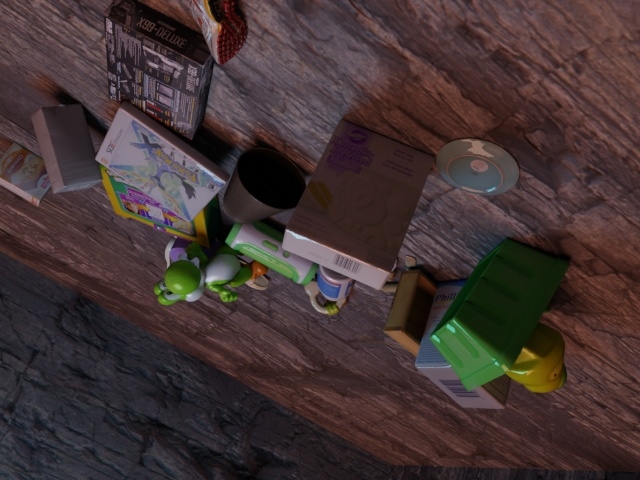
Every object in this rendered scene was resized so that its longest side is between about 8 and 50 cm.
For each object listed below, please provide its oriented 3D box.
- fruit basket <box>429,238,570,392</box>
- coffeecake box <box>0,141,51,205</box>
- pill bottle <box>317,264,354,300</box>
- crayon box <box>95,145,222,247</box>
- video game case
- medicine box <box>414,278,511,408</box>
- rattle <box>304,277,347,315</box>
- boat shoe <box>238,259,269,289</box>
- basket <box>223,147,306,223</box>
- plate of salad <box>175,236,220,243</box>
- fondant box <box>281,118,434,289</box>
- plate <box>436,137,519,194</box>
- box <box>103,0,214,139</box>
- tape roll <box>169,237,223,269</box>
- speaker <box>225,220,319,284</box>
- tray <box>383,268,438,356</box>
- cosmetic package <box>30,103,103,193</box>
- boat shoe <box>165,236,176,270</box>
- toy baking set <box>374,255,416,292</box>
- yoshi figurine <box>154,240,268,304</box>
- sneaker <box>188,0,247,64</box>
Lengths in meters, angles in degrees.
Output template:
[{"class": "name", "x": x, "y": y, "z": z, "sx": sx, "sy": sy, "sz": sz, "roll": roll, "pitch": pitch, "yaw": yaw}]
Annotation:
[{"class": "fruit basket", "x": 0.508, "y": 0.237, "z": 1.549, "sx": 0.392, "sy": 0.392, "sz": 0.283, "roll": 25, "pitch": 151, "yaw": -1}, {"class": "coffeecake box", "x": -1.050, "y": -0.235, "z": 2.183, "sx": 0.185, "sy": 0.142, "sz": 0.068, "roll": 33, "pitch": 151, "yaw": -17}, {"class": "pill bottle", "x": 0.051, "y": 0.114, "z": 1.943, "sx": 0.124, "sy": 0.124, "sz": 0.221, "roll": 21, "pitch": 155, "yaw": 5}, {"class": "crayon box", "x": -0.509, "y": -0.148, "z": 1.956, "sx": 0.362, "sy": 0.106, "sz": 0.313, "roll": 20, "pitch": 150, "yaw": 7}, {"class": "video game case", "x": -0.444, "y": -0.203, "z": 1.694, "sx": 0.329, "sy": 0.036, "sz": 0.300, "roll": 35, "pitch": 146, "yaw": -15}, {"class": "medicine box", "x": 0.441, "y": 0.303, "z": 1.793, "sx": 0.149, "sy": 0.289, "sz": 0.263, "roll": -14, "pitch": 134, "yaw": 46}, {"class": "rattle", "x": 0.008, "y": 0.162, "z": 2.163, "sx": 0.199, "sy": 0.143, "sz": 0.130, "roll": 37, "pitch": 120, "yaw": 9}, {"class": "boat shoe", "x": -0.262, "y": 0.127, "z": 2.274, "sx": 0.170, "sy": 0.063, "sz": 0.059, "roll": 32, "pitch": 157, "yaw": -12}, {"class": "basket", "x": -0.175, "y": -0.135, "z": 1.681, "sx": 0.204, "sy": 0.154, "sz": 0.227, "roll": 30, "pitch": 155, "yaw": -18}, {"class": "plate of salad", "x": -0.443, "y": -0.017, "z": 2.184, "sx": 0.199, "sy": 0.048, "sz": 0.200, "roll": 17, "pitch": 150, "yaw": 10}, {"class": "fondant box", "x": 0.087, "y": -0.087, "z": 1.363, "sx": 0.238, "sy": 0.330, "sz": 0.096, "roll": 23, "pitch": 150, "yaw": 3}, {"class": "plate", "x": 0.348, "y": -0.156, "z": 1.371, "sx": 0.188, "sy": 0.024, "sz": 0.188, "roll": 20, "pitch": 152, "yaw": 11}, {"class": "box", "x": -0.387, "y": -0.401, "z": 1.464, "sx": 0.242, "sy": 0.077, "sz": 0.307, "roll": 26, "pitch": 152, "yaw": -3}, {"class": "tape roll", "x": -0.430, "y": 0.050, "z": 2.155, "sx": 0.188, "sy": 0.080, "sz": 0.189, "roll": 17, "pitch": 151, "yaw": 10}, {"class": "speaker", "x": -0.149, "y": 0.027, "z": 1.955, "sx": 0.296, "sy": 0.131, "sz": 0.131, "roll": 29, "pitch": 151, "yaw": -9}, {"class": "tray", "x": 0.365, "y": 0.284, "z": 1.886, "sx": 0.076, "sy": 0.203, "sz": 0.411, "roll": -9, "pitch": 140, "yaw": 45}, {"class": "cosmetic package", "x": -0.739, "y": -0.270, "z": 1.786, "sx": 0.107, "sy": 0.127, "sz": 0.238, "roll": -14, "pitch": 91, "yaw": 47}, {"class": "boat shoe", "x": -0.539, "y": 0.096, "z": 2.387, "sx": 0.091, "sy": 0.109, "sz": 0.305, "roll": 26, "pitch": 148, "yaw": 7}, {"class": "toy baking set", "x": 0.206, "y": 0.102, "z": 1.907, "sx": 0.256, "sy": 0.030, "sz": 0.197, "roll": -2, "pitch": 142, "yaw": 40}, {"class": "yoshi figurine", "x": -0.354, "y": 0.099, "z": 1.968, "sx": 0.203, "sy": 0.362, "sz": 0.203, "roll": 38, "pitch": 144, "yaw": 47}, {"class": "sneaker", "x": -0.214, "y": -0.458, "z": 1.250, "sx": 0.092, "sy": 0.088, "sz": 0.225, "roll": 37, "pitch": 156, "yaw": 21}]
